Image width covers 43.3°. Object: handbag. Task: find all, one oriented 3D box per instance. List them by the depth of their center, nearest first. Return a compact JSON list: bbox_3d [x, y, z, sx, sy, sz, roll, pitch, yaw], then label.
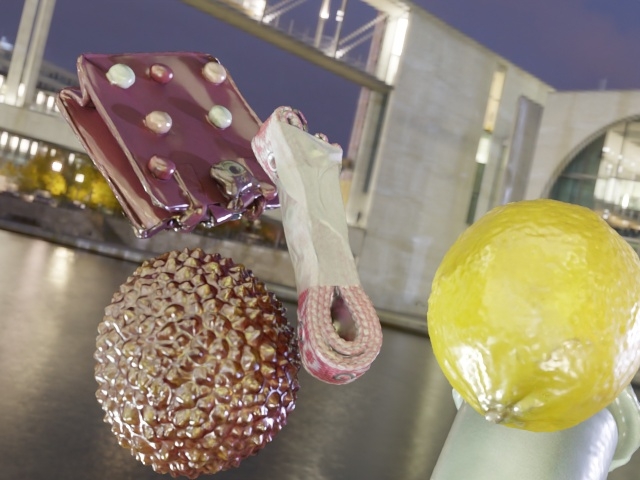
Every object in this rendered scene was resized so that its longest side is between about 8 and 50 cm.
[{"bbox_3d":[-0.142,-0.107,0.843,0.203,0.074,0.216,-14,61,-48],"label":"handbag"}]

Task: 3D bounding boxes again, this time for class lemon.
[{"bbox_3d":[0.193,0.065,0.727,0.192,0.231,0.192,20,-38,16],"label":"lemon"}]

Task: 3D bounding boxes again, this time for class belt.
[{"bbox_3d":[0.000,0.000,0.651,0.071,0.232,0.053,-6,-23,-18],"label":"belt"}]

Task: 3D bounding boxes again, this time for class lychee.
[{"bbox_3d":[-0.103,0.097,0.668,0.188,0.188,0.188,12,-2,1],"label":"lychee"}]

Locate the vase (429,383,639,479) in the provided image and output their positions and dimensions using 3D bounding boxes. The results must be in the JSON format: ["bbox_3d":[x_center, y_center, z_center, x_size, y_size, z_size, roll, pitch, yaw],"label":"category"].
[{"bbox_3d":[0.234,0.290,0.941,0.245,0.245,0.291,11,38,23],"label":"vase"}]
